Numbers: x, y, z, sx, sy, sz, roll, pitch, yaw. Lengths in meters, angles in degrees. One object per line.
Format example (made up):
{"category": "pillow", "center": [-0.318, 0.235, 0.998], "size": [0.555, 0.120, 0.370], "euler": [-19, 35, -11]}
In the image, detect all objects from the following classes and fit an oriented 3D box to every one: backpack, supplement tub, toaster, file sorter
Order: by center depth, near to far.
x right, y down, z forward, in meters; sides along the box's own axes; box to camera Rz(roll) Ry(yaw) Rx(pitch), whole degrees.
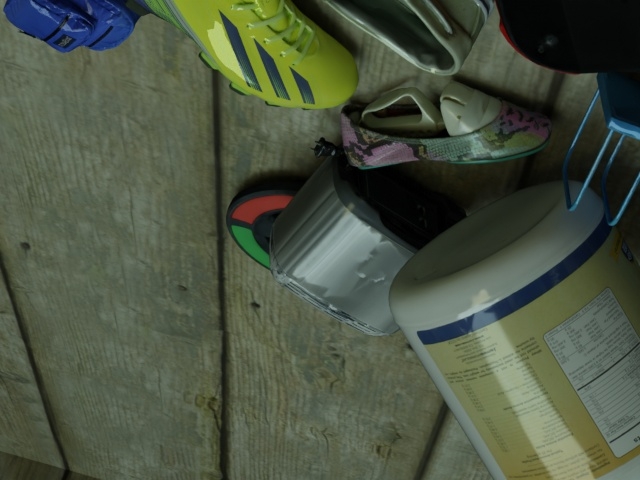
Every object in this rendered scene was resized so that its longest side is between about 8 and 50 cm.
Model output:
{"category": "file sorter", "center": [0.311, -0.061, 1.264], "size": [0.170, 0.118, 0.104], "euler": [20, 118, -4]}
{"category": "backpack", "center": [-0.228, -0.226, 1.329], "size": [0.120, 0.101, 0.098], "euler": [27, 158, -26]}
{"category": "supplement tub", "center": [0.233, 0.125, 1.371], "size": [0.228, 0.228, 0.316], "euler": [-19, 107, 49]}
{"category": "toaster", "center": [0.045, 0.001, 1.513], "size": [0.227, 0.129, 0.146], "euler": [30, 121, -24]}

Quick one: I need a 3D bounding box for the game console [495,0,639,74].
{"category": "game console", "center": [0.258, -0.268, 0.989], "size": [0.342, 0.060, 0.386], "euler": [-1, 141, 24]}

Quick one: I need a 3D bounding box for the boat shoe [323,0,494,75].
{"category": "boat shoe", "center": [0.017, -0.243, 1.162], "size": [0.302, 0.094, 0.109], "euler": [28, 151, -19]}

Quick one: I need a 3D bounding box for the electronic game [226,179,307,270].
{"category": "electronic game", "center": [0.000, 0.000, 1.668], "size": [0.229, 0.048, 0.229], "euler": [14, 153, 7]}

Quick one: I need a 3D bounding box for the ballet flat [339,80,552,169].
{"category": "ballet flat", "center": [0.112, -0.115, 1.381], "size": [0.222, 0.077, 0.079], "euler": [-2, 127, 33]}

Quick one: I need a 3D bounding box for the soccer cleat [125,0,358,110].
{"category": "soccer cleat", "center": [-0.069, -0.210, 1.276], "size": [0.289, 0.093, 0.121], "euler": [31, 143, -26]}
